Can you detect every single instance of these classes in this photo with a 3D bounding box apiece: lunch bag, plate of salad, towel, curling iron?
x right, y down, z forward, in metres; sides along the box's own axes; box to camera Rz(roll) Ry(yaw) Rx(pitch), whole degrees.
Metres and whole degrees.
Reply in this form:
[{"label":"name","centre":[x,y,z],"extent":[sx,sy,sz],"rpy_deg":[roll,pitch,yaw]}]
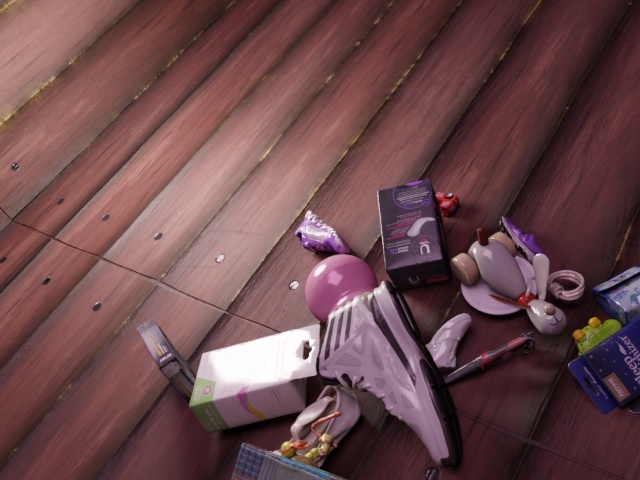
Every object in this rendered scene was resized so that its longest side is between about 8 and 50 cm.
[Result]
[{"label":"lunch bag","centre":[0.746,0.129,1.591],"extent":[0.128,0.096,0.151],"rpy_deg":[-28,27,3]},{"label":"plate of salad","centre":[0.475,0.118,1.758],"extent":[0.199,0.048,0.200],"rpy_deg":[-11,48,12]},{"label":"towel","centre":[-0.039,0.617,1.403],"extent":[0.370,0.040,0.271],"rpy_deg":[17,86,14]},{"label":"curling iron","centre":[0.404,0.301,1.623],"extent":[0.274,0.068,0.035],"rpy_deg":[-29,45,6]}]

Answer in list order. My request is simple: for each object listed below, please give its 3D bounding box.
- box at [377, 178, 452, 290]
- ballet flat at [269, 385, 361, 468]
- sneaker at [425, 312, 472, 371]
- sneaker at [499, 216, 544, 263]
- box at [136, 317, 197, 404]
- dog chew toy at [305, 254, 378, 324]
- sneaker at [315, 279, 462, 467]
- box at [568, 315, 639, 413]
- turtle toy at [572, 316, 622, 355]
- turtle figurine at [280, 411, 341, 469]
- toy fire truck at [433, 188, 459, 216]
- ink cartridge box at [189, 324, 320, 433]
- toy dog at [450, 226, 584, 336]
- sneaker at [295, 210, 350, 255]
[{"label":"box","centre":[0.266,-0.015,1.887],"extent":[0.165,0.143,0.270],"rpy_deg":[-12,56,16]},{"label":"ballet flat","centre":[-0.054,0.510,1.591],"extent":[0.139,0.139,0.400],"rpy_deg":[22,62,39]},{"label":"sneaker","centre":[0.320,0.280,1.678],"extent":[0.212,0.080,0.094],"rpy_deg":[-43,57,-5]},{"label":"sneaker","centre":[0.554,-0.002,1.836],"extent":[0.071,0.068,0.170],"rpy_deg":[-19,51,-13]},{"label":"box","centre":[-0.408,0.346,1.847],"extent":[0.056,0.231,0.183],"rpy_deg":[-35,45,-13]},{"label":"dog chew toy","centre":[0.096,0.191,1.777],"extent":[0.206,0.207,0.332],"rpy_deg":[-32,51,-5]},{"label":"sneaker","centre":[0.148,0.345,1.576],"extent":[0.257,0.169,0.448],"rpy_deg":[-27,71,14]},{"label":"box","centre":[0.686,0.273,1.480],"extent":[0.225,0.036,0.136],"rpy_deg":[-32,73,-3]},{"label":"turtle toy","centre":[0.654,0.230,1.553],"extent":[0.130,0.066,0.095],"rpy_deg":[-35,71,-8]},{"label":"turtle figurine","centre":[-0.023,0.526,1.485],"extent":[0.269,0.217,0.087],"rpy_deg":[-31,0,-17]},{"label":"toy fire truck","centre":[0.315,-0.098,2.038],"extent":[0.192,0.047,0.135],"rpy_deg":[17,59,35]},{"label":"ink cartridge box","centre":[-0.149,0.364,1.758],"extent":[0.353,0.119,0.207],"rpy_deg":[-16,31,13]},{"label":"toy dog","centre":[0.475,0.078,1.649],"extent":[0.333,0.161,0.220],"rpy_deg":[24,63,34]},{"label":"sneaker","centre":[0.000,0.000,2.078],"extent":[0.104,0.095,0.236],"rpy_deg":[-44,41,-7]}]
